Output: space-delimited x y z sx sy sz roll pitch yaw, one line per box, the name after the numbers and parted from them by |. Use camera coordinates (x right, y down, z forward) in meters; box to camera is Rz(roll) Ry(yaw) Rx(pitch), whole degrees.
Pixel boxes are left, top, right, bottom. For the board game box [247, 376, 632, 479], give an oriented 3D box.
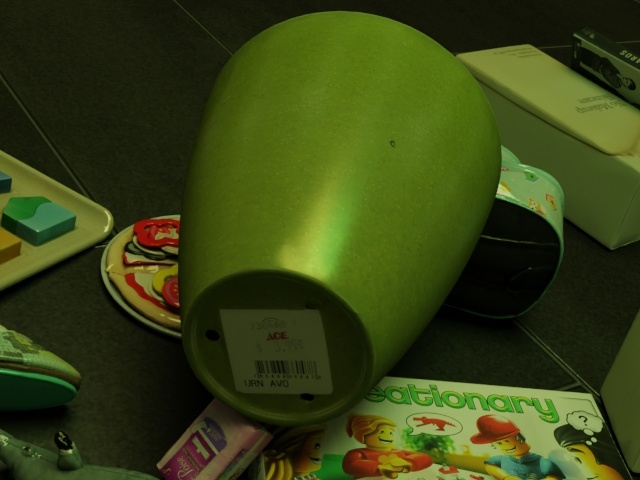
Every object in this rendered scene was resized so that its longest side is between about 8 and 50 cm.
0.098 0.190 0.823 0.305 0.053 0.193 6 33 -13 | board game box

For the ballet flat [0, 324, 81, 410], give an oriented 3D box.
-0.294 0.091 0.791 0.221 0.077 0.079 -4 55 -21 | ballet flat

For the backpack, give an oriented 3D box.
0.149 -0.016 1.053 0.188 0.166 0.144 22 37 5 | backpack

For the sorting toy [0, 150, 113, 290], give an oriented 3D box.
-0.329 -0.024 0.990 0.193 0.038 0.208 28 35 19 | sorting toy

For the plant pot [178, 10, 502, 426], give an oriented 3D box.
0.000 0.000 0.833 0.274 0.275 0.293 16 33 2 | plant pot

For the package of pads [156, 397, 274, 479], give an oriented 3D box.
-0.079 0.155 0.779 0.050 0.083 0.032 45 6 39 | package of pads

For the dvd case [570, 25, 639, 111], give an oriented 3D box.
0.421 -0.154 1.367 0.029 0.179 0.238 -36 53 -20 | dvd case

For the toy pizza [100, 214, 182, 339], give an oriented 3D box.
-0.108 0.026 1.008 0.201 0.032 0.201 10 33 -7 | toy pizza

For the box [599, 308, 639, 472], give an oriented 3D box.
0.340 0.070 0.895 0.094 0.275 0.113 9 34 -9 | box

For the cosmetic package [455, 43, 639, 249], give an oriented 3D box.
0.313 -0.129 1.340 0.160 0.113 0.309 -17 43 -39 | cosmetic package

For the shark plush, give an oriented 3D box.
-0.176 0.160 0.745 0.161 0.067 0.073 32 36 24 | shark plush
